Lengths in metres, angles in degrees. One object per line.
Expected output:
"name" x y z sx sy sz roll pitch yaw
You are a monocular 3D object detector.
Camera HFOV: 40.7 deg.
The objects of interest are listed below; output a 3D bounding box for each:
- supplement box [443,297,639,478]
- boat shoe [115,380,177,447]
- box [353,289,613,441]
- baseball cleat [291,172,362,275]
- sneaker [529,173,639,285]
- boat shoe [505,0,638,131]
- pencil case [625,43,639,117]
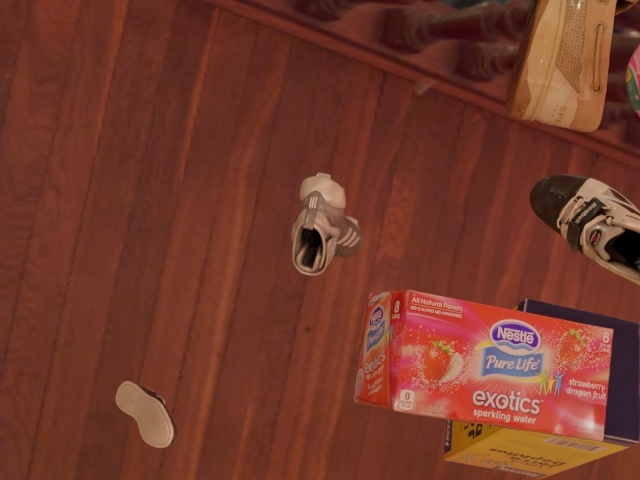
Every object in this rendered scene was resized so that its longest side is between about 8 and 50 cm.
"supplement box" 0.355 0.259 1.434 0.195 0.356 0.194 12 65 -5
"boat shoe" -0.196 0.205 1.010 0.038 0.125 0.046 27 88 -43
"box" 0.179 0.139 0.956 0.257 0.122 0.128 12 80 -17
"baseball cleat" 0.000 0.000 1.028 0.206 0.072 0.109 62 43 -64
"sneaker" 0.478 -0.023 1.453 0.146 0.330 0.122 5 114 -50
"boat shoe" 0.299 -0.286 0.961 0.110 0.121 0.341 15 86 5
"pencil case" 0.371 -0.099 0.729 0.124 0.284 0.124 -5 122 -9
